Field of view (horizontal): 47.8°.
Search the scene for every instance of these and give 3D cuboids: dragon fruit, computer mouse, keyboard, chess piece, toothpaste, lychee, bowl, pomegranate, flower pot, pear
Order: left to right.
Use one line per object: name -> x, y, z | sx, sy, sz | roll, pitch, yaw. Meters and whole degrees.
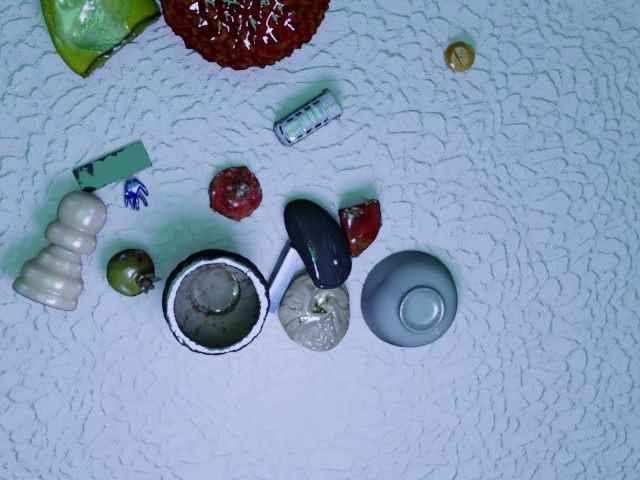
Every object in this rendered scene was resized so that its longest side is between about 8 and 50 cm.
chess piece -> -0.654, 0.015, 1.857 | 0.167, 0.167, 0.300 | 23, 87, -12
pear -> -0.563, -0.573, 1.779 | 0.292, 0.159, 0.293 | -1, 96, -7
keyboard -> -0.548, -0.191, 1.906 | 0.196, 0.015, 0.074 | -24, 105, -5
pomegranate -> -0.488, 0.082, 1.883 | 0.129, 0.159, 0.130 | 6, 80, -32
flower pot -> -0.272, 0.138, 1.870 | 0.266, 0.267, 0.267 | -2, 100, -10
dragon fruit -> -0.229, -0.122, 1.922 | 0.153, 0.111, 0.153 | -1, 95, -7
lychee -> -0.170, -0.609, 1.727 | 0.425, 0.424, 0.500 | -55, 142, 1
toothpaste -> -0.111, 0.102, 2.000 | 0.044, 0.070, 0.193 | 24, 100, -17
computer mouse -> 0.000, 0.000, 1.948 | 0.137, 0.086, 0.270 | -25, 85, -36
dragon fruit -> 0.120, -0.031, 1.990 | 0.120, 0.127, 0.161 | -13, 98, -1
bowl -> 0.268, 0.180, 2.030 | 0.289, 0.146, 0.290 | -2, 99, -10

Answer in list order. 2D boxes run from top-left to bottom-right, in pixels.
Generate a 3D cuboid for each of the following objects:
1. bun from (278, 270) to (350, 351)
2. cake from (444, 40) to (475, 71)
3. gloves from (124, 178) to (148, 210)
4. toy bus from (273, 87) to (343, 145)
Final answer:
bun -> -0.011, 0.200, 1.999 | 0.209, 0.116, 0.237 | -16, 98, -8
cake -> 0.387, -0.511, 2.006 | 0.084, 0.044, 0.084 | -1, 100, -8
gloves -> -0.489, -0.121, 1.918 | 0.064, 0.026, 0.086 | -3, 98, -11
toy bus -> -0.033, -0.326, 1.937 | 0.193, 0.089, 0.087 | -33, 102, -3
